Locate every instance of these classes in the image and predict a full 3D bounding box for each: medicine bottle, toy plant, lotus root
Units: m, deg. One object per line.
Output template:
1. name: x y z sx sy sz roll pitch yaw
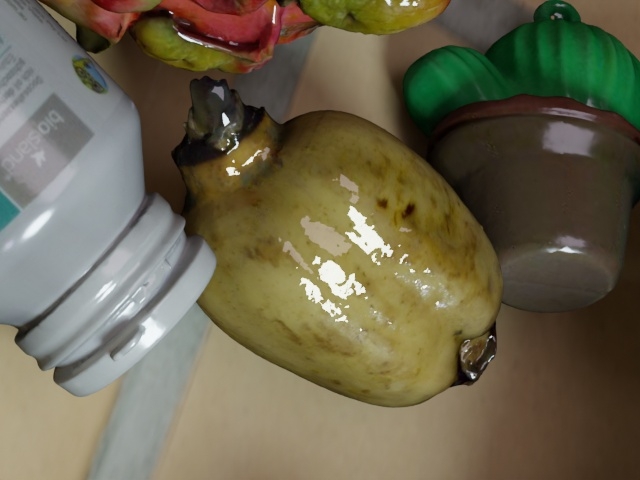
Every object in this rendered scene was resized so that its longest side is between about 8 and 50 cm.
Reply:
1. medicine bottle: -0.150 -0.036 0.861 0.215 0.135 0.135 46 57 -13
2. toy plant: 0.113 -0.058 1.067 0.143 0.105 0.200 7 51 -11
3. lotus root: 0.000 0.000 0.955 0.221 0.118 0.125 38 73 -27

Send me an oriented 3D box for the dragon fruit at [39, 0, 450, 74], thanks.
1. dragon fruit: -0.057 -0.211 0.918 0.263 0.296 0.314 -34 93 -5
